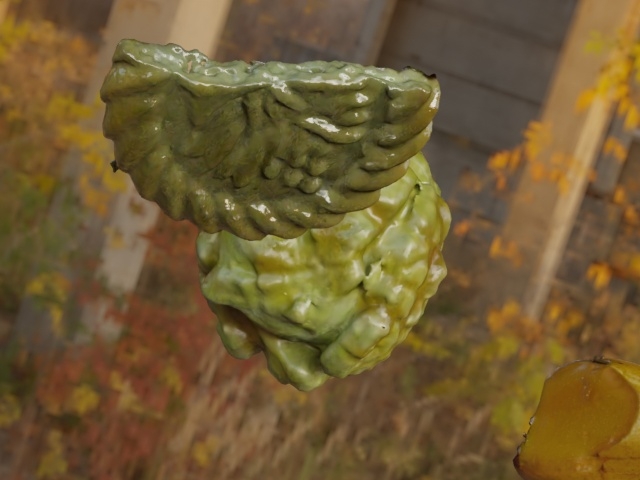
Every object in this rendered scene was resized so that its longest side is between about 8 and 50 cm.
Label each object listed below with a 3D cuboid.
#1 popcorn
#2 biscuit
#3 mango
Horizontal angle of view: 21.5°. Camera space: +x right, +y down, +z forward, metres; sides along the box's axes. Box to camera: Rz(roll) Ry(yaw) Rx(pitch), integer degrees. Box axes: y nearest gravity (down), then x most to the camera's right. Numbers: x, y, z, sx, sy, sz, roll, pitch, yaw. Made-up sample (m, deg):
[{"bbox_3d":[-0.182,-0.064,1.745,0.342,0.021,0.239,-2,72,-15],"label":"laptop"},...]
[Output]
[{"bbox_3d":[0.002,-0.009,1.845,0.279,0.335,0.274,25,26,33],"label":"popcorn"},{"bbox_3d":[-0.045,-0.071,1.359,0.273,0.187,0.036,2,41,-14],"label":"biscuit"},{"bbox_3d":[0.357,0.232,1.866,0.138,0.187,0.257,10,1,-45],"label":"mango"}]
